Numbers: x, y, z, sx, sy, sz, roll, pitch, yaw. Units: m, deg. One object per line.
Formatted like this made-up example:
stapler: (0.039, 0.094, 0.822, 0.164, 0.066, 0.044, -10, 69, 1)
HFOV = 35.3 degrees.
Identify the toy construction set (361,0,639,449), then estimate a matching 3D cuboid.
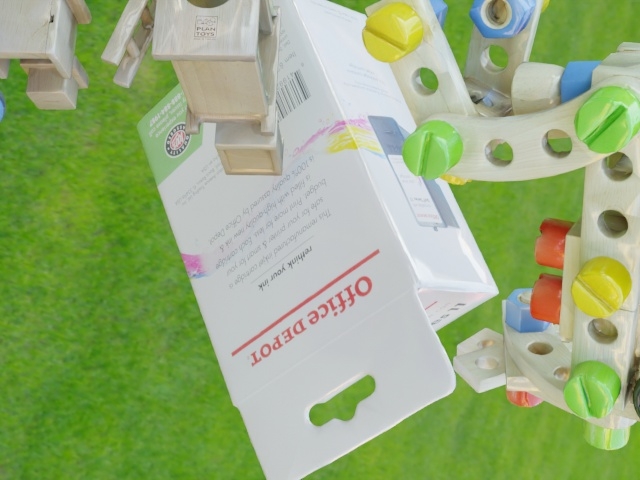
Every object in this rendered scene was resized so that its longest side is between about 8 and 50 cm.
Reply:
toy construction set: (0.143, 0.005, 0.603, 0.151, 0.215, 0.328, -53, 144, -39)

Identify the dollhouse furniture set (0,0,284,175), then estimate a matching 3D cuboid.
dollhouse furniture set: (-0.108, -0.122, 0.645, 0.182, 0.160, 0.101, 83, 9, -72)

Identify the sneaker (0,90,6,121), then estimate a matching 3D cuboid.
sneaker: (-0.325, -0.055, 0.727, 0.069, 0.209, 0.082, 69, 4, -46)

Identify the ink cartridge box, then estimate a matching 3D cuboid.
ink cartridge box: (0.000, 0.000, 0.823, 0.119, 0.207, 0.354, 7, 54, -50)
